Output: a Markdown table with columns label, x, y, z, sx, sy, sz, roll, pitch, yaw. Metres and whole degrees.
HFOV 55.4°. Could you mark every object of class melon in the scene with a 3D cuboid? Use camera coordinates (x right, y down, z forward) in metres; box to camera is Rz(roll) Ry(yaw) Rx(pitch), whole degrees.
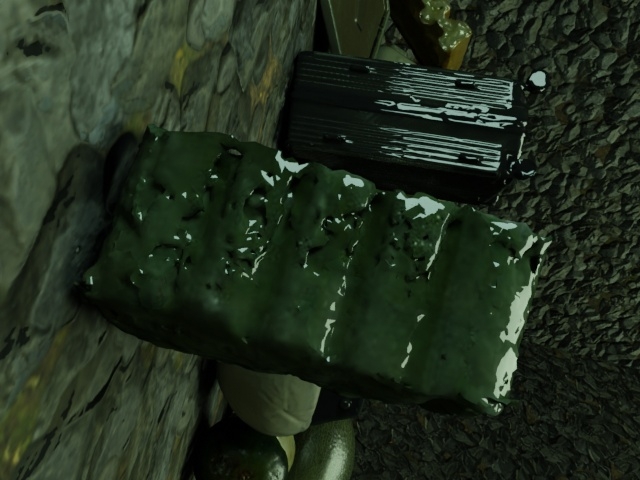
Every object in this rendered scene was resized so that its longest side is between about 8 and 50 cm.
| label | x | y | z | sx | sy | sz | roll | pitch | yaw |
| --- | --- | --- | --- | --- | --- | --- | --- | --- | --- |
| melon | -0.051 | 0.457 | 1.278 | 0.237 | 0.237 | 0.302 | 99 | 10 | -54 |

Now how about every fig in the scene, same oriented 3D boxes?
| label | x | y | z | sx | sy | sz | roll | pitch | yaw |
| --- | --- | --- | --- | --- | --- | --- | --- | --- | --- |
| fig | -0.111 | 0.276 | 0.802 | 0.177 | 0.117 | 0.117 | -152 | -105 | -74 |

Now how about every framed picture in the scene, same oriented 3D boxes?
| label | x | y | z | sx | sy | sz | roll | pitch | yaw |
| --- | --- | --- | --- | --- | --- | --- | --- | --- | --- |
| framed picture | 0.068 | -0.401 | 1.042 | 0.247 | 0.022 | 0.335 | 71 | 29 | -50 |

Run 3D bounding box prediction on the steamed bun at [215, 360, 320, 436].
| label | x | y | z | sx | sy | sz | roll | pitch | yaw |
| --- | --- | --- | --- | --- | --- | --- | --- | --- | --- |
| steamed bun | -0.059 | 0.121 | 0.740 | 0.177 | 0.130 | 0.228 | -92 | -168 | -65 |

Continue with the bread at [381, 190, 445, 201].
| label | x | y | z | sx | sy | sz | roll | pitch | yaw |
| --- | --- | --- | --- | --- | --- | --- | --- | --- | --- |
| bread | 0.090 | -0.042 | 1.166 | 0.210 | 0.300 | 0.341 | -75 | 172 | -45 |

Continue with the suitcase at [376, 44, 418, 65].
| label | x | y | z | sx | sy | sz | roll | pitch | yaw |
| --- | --- | --- | --- | --- | --- | --- | --- | --- | --- |
| suitcase | 0.174 | -0.222 | 1.363 | 0.194 | 0.351 | 0.339 | 4 | -104 | 55 |

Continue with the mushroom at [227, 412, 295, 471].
| label | x | y | z | sx | sy | sz | roll | pitch | yaw |
| --- | --- | --- | --- | --- | --- | --- | --- | --- | --- |
| mushroom | -0.102 | 0.328 | 0.976 | 0.148 | 0.112 | 0.148 | -4 | 90 | -69 |

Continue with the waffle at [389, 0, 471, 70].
| label | x | y | z | sx | sy | sz | roll | pitch | yaw |
| --- | --- | --- | --- | --- | --- | --- | --- | --- | --- |
| waffle | 0.218 | -0.528 | 1.399 | 0.348 | 0.077 | 0.304 | 60 | 5 | 6 |

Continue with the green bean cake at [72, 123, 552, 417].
| label | x | y | z | sx | sy | sz | roll | pitch | yaw |
| --- | --- | --- | --- | --- | --- | --- | --- | --- | --- |
| green bean cake | 0.000 | 0.036 | 0.419 | 0.241 | 0.254 | 0.132 | 106 | 1 | -77 |

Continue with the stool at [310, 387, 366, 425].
| label | x | y | z | sx | sy | sz | roll | pitch | yaw |
| --- | --- | --- | --- | --- | --- | --- | --- | --- | --- |
| stool | -0.015 | 0.167 | 0.939 | 0.141 | 0.232 | 0.232 | -57 | 160 | -78 |

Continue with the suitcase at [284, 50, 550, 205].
| label | x | y | z | sx | sy | sz | roll | pitch | yaw |
| --- | --- | --- | --- | --- | --- | --- | --- | --- | --- |
| suitcase | 0.124 | -0.159 | 0.888 | 0.229 | 0.334 | 0.152 | 69 | 31 | -83 |
